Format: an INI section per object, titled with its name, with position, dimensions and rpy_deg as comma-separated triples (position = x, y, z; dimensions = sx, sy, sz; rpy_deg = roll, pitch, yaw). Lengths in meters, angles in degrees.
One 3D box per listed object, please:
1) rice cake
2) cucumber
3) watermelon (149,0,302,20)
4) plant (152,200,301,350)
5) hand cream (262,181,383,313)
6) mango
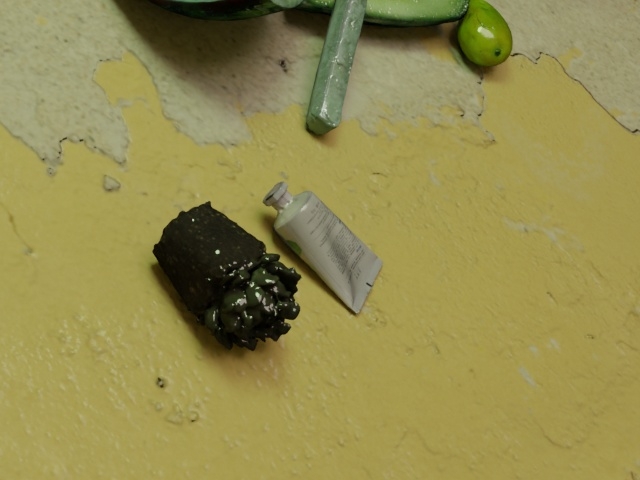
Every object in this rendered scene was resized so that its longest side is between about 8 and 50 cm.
[rice cake]
position = 0.020, -0.207, 1.525
dimensions = 0.033, 0.033, 0.208
rpy_deg = 32, 57, -33
[cucumber]
position = 0.068, -0.296, 1.644
dimensions = 0.244, 0.063, 0.115
rpy_deg = 8, 71, -29
[watermelon]
position = -0.116, -0.331, 1.468
dimensions = 0.224, 0.180, 0.305
rpy_deg = -7, 61, -21
[plant]
position = -0.081, 0.033, 1.255
dimensions = 0.143, 0.094, 0.092
rpy_deg = 47, 33, 15
[hand cream]
position = 0.000, 0.000, 1.376
dimensions = 0.142, 0.053, 0.084
rpy_deg = 46, 42, -15
[mango]
position = 0.200, -0.257, 1.709
dimensions = 0.073, 0.056, 0.108
rpy_deg = 20, 43, -27
